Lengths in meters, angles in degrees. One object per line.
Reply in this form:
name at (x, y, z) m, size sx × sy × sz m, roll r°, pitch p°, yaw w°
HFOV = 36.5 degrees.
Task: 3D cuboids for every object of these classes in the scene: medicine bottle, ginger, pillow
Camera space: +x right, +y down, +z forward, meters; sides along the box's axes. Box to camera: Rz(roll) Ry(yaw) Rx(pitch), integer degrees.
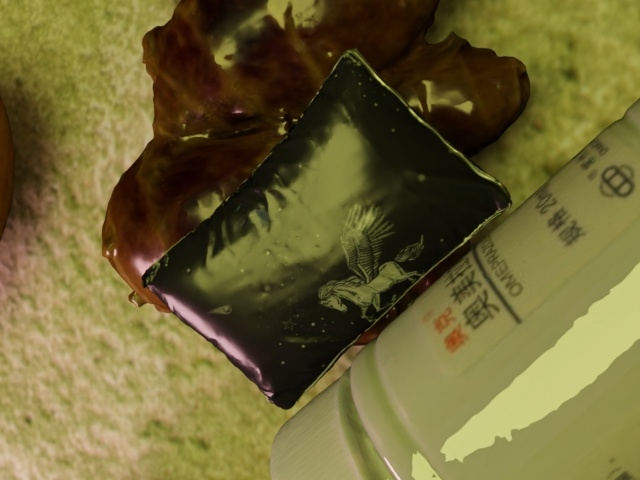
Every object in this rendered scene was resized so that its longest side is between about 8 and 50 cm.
medicine bottle at (0.141, 0.088, 0.592) m, size 0.332 × 0.190 × 0.190 m, roll -44°, pitch 69°, yaw 15°
ginger at (-0.006, -0.086, 0.702) m, size 0.274 × 0.152 × 0.357 m, roll 22°, pitch 96°, yaw 26°
pillow at (0.000, 0.000, 0.615) m, size 0.141 × 0.055 × 0.208 m, roll 44°, pitch 103°, yaw 3°

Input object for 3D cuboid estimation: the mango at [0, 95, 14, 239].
mango at (-0.415, -0.014, 0.857) m, size 0.264 × 0.221 × 0.378 m, roll 29°, pitch 106°, yaw 22°
